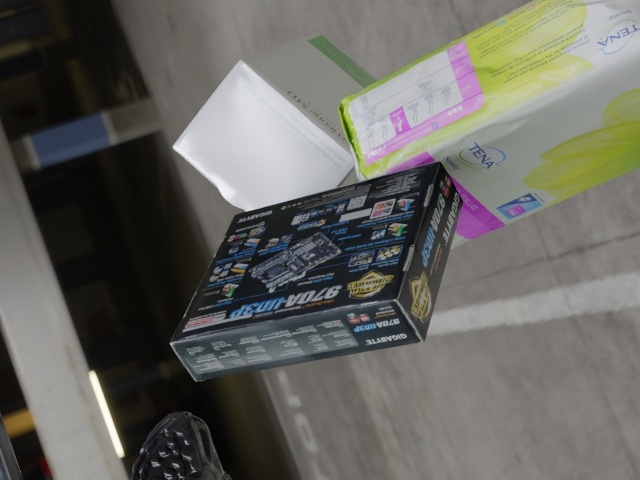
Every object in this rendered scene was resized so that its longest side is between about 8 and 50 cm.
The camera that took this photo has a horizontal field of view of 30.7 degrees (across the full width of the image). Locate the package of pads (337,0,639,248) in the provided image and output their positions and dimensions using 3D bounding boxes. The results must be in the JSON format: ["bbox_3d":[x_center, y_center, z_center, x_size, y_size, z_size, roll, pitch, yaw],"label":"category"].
[{"bbox_3d":[0.189,-0.114,1.083,0.229,0.296,0.101,34,-145,-56],"label":"package of pads"}]

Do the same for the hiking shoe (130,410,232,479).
[{"bbox_3d":[-0.084,0.252,0.963,0.114,0.086,0.227,22,-134,-54],"label":"hiking shoe"}]

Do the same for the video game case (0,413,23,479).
[{"bbox_3d":[-0.272,0.239,0.778,0.026,0.196,0.274,-80,-24,-73],"label":"video game case"}]

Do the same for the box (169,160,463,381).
[{"bbox_3d":[-0.001,0.026,0.984,0.051,0.220,0.175,58,-146,-30],"label":"box"}]

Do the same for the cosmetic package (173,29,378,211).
[{"bbox_3d":[-0.023,-0.148,1.554,0.197,0.155,0.365,41,-160,0],"label":"cosmetic package"}]
